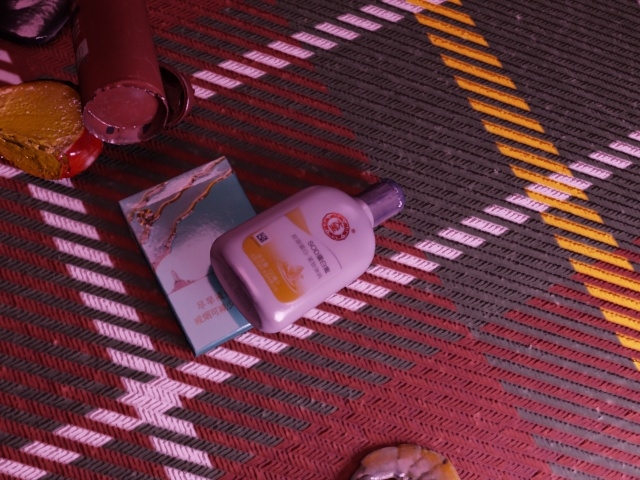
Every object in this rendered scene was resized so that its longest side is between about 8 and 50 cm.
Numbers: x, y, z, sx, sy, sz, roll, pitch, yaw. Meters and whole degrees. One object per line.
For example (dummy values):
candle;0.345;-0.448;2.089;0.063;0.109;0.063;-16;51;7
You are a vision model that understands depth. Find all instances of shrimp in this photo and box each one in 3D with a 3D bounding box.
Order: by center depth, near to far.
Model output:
shrimp;0.091;0.355;0.939;0.150;0.051;0.217;29;62;3

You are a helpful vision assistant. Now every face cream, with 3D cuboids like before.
face cream;0.000;0.000;0.993;0.291;0.071;0.144;-30;84;-33

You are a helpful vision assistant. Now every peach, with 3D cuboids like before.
peach;-0.370;-0.141;0.990;0.172;0.092;0.127;-1;65;-2

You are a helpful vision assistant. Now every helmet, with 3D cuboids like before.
helmet;-0.216;-0.208;1.054;0.111;0.057;0.089;23;112;19

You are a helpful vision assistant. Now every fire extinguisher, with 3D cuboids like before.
fire extinguisher;-0.297;-0.287;0.988;0.147;0.106;0.337;5;52;-34

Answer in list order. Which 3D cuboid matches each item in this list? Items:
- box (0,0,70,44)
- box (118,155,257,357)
box;-0.443;-0.387;1.080;0.212;0.042;0.201;26;72;0
box;-0.147;0.017;1.003;0.161;0.041;0.229;-26;79;-18
